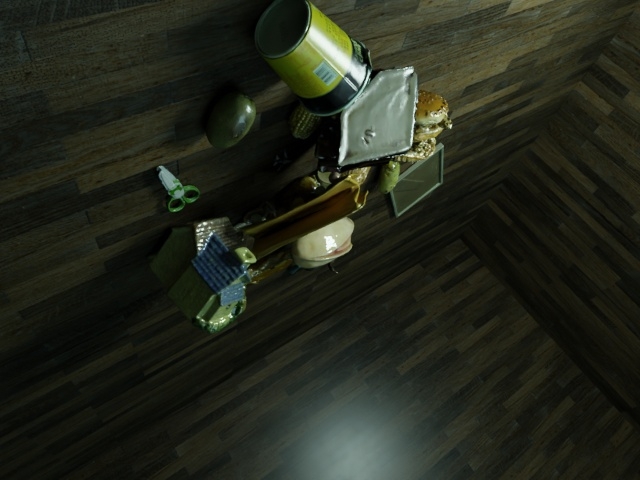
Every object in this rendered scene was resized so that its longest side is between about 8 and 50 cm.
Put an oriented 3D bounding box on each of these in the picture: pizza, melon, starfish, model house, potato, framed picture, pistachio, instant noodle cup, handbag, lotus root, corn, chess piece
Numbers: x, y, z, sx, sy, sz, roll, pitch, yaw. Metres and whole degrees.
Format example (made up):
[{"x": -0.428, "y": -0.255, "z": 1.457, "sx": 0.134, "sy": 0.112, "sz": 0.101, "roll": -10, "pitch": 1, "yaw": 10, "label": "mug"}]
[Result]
[{"x": -0.244, "y": 0.119, "z": 2.067, "sx": 0.296, "sy": 0.071, "sz": 0.189, "roll": -29, "pitch": 170, "yaw": -15, "label": "pizza"}, {"x": -0.223, "y": -0.293, "z": 1.205, "sx": 0.162, "sy": 0.099, "sz": 0.099, "roll": -46, "pitch": 158, "yaw": 29, "label": "melon"}, {"x": -0.246, "y": -0.064, "z": 1.737, "sx": 0.150, "sy": 0.053, "sz": 0.210, "roll": -8, "pitch": 151, "yaw": -31, "label": "starfish"}, {"x": -0.324, "y": 0.073, "z": 1.523, "sx": 0.266, "sy": 0.321, "sz": 0.261, "roll": -52, "pitch": 162, "yaw": 29, "label": "model house"}, {"x": 0.290, "y": -0.280, "z": 2.089, "sx": 0.105, "sy": 0.085, "sz": 0.188, "roll": -52, "pitch": 162, "yaw": -26, "label": "potato"}, {"x": 0.484, "y": -0.286, "z": 2.469, "sx": 0.326, "sy": 0.028, "sz": 0.446, "roll": -38, "pitch": 159, "yaw": 0, "label": "framed picture"}, {"x": 0.000, "y": 0.000, "z": 1.994, "sx": 0.308, "sy": 0.230, "sz": 0.230, "roll": -19, "pitch": 152, "yaw": -34, "label": "pistachio"}, {"x": -0.023, "y": -0.429, "z": 1.129, "sx": 0.215, "sy": 0.216, "sz": 0.236, "roll": -44, "pitch": 152, "yaw": 15, "label": "instant noodle cup"}, {"x": -0.048, "y": -0.093, "z": 1.568, "sx": 0.400, "sy": 0.133, "sz": 0.283, "roll": -26, "pitch": -176, "yaw": 13, "label": "handbag"}, {"x": -0.081, "y": -0.152, "z": 1.745, "sx": 0.190, "sy": 0.094, "sz": 0.108, "roll": -37, "pitch": 125, "yaw": 10, "label": "lotus root"}, {"x": -0.001, "y": -0.403, "z": 1.365, "sx": 0.086, "sy": 0.086, "sz": 0.288, "roll": -9, "pitch": 144, "yaw": -52, "label": "corn"}, {"x": 0.030, "y": -0.195, "z": 1.835, "sx": 0.090, "sy": 0.090, "sz": 0.200, "roll": -32, "pitch": 160, "yaw": -17, "label": "chess piece"}, {"x": 0.100, "y": -0.351, "z": 1.470, "sx": 0.297, "sy": 0.317, "sz": 0.282, "roll": 2, "pitch": -178, "yaw": -24, "label": "model house"}]

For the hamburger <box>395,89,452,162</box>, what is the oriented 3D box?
[{"x": 0.309, "y": -0.397, "z": 1.656, "sx": 0.245, "sy": 0.260, "sz": 0.211, "roll": -61, "pitch": 163, "yaw": -45, "label": "hamburger"}]

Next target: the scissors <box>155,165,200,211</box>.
[{"x": -0.396, "y": -0.144, "z": 1.329, "sx": 0.101, "sy": 0.027, "sz": 0.204, "roll": -36, "pitch": 161, "yaw": -10, "label": "scissors"}]

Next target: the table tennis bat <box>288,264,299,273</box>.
[{"x": -0.087, "y": 0.106, "z": 2.278, "sx": 0.201, "sy": 0.124, "sz": 0.033, "roll": -36, "pitch": -152, "yaw": 46, "label": "table tennis bat"}]

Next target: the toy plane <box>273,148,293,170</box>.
[{"x": -0.116, "y": -0.254, "z": 1.554, "sx": 0.083, "sy": 0.031, "sz": 0.079, "roll": -10, "pitch": 133, "yaw": -46, "label": "toy plane"}]

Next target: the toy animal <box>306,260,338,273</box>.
[{"x": 0.051, "y": 0.061, "z": 2.280, "sx": 0.160, "sy": 0.197, "sz": 0.273, "roll": -24, "pitch": 151, "yaw": -40, "label": "toy animal"}]

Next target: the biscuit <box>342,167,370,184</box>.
[{"x": 0.146, "y": -0.270, "z": 1.855, "sx": 0.202, "sy": 0.044, "sz": 0.289, "roll": -52, "pitch": 164, "yaw": -21, "label": "biscuit"}]
